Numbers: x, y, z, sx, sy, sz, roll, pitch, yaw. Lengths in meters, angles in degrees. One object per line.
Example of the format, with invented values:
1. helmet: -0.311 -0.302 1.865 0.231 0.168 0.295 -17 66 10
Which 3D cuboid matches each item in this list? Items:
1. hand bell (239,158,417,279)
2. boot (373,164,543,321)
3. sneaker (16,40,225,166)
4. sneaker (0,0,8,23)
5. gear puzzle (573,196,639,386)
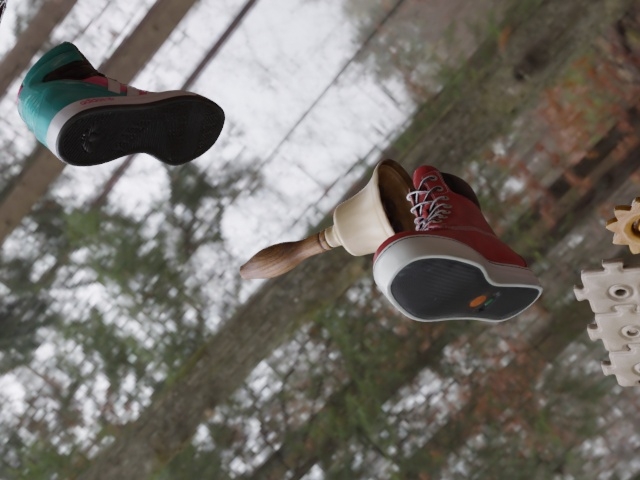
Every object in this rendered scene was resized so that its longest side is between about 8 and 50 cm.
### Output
1. hand bell: 0.000 0.000 1.309 0.126 0.242 0.126 41 -142 -43
2. boot: 0.107 -0.011 1.071 0.244 0.088 0.176 12 -138 -52
3. sneaker: -0.275 -0.176 1.391 0.178 0.123 0.295 38 -155 27
4. sneaker: -0.209 -0.206 0.524 0.281 0.106 0.162 70 -168 -56
5. gear puzzle: 0.390 0.060 1.238 0.339 0.175 0.044 59 -146 -42
